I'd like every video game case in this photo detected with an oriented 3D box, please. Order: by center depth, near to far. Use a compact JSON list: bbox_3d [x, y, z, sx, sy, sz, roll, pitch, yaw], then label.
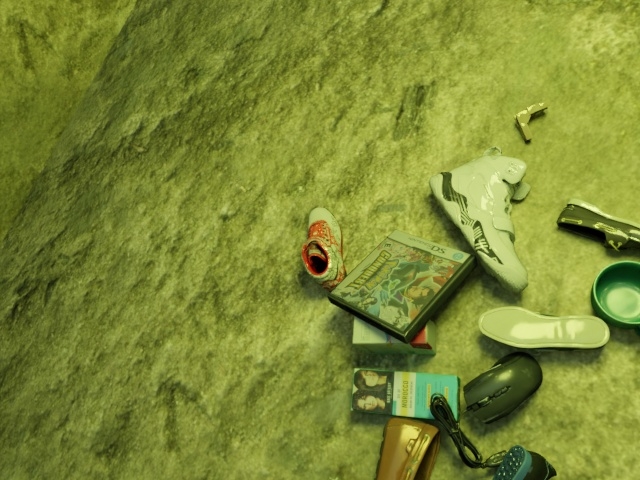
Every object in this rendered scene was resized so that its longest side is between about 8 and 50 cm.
[{"bbox_3d":[0.192,0.094,1.150,0.275,0.035,0.248,-41,40,-24],"label":"video game case"}]

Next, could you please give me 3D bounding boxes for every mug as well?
[{"bbox_3d":[0.631,0.131,0.995,0.129,0.097,0.158,9,74,26],"label":"mug"}]

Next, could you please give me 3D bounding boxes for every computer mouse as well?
[{"bbox_3d":[0.379,0.358,1.004,0.261,0.060,0.184,-25,74,-6],"label":"computer mouse"}]

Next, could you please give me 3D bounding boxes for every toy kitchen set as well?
[{"bbox_3d":[0.556,-0.309,1.250,0.083,0.068,0.075,-24,89,13],"label":"toy kitchen set"}]

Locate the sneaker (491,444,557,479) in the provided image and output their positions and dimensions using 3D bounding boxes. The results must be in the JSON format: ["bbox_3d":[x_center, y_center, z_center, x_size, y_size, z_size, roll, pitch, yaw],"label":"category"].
[{"bbox_3d":[0.375,0.522,0.958,0.090,0.081,0.232,30,103,-6],"label":"sneaker"}]

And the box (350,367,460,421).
[{"bbox_3d":[0.197,0.358,1.117,0.244,0.060,0.101,-3,68,23],"label":"box"}]

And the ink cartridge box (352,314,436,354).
[{"bbox_3d":[0.177,0.224,1.142,0.174,0.127,0.073,-5,66,22],"label":"ink cartridge box"}]

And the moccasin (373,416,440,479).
[{"bbox_3d":[0.179,0.575,1.001,0.146,0.139,0.380,2,60,34],"label":"moccasin"}]

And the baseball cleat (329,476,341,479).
[{"bbox_3d":[0.029,0.647,1.078,0.109,0.072,0.206,22,84,16],"label":"baseball cleat"}]

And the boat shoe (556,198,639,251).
[{"bbox_3d":[0.644,-0.015,1.064,0.227,0.081,0.069,35,88,38],"label":"boat shoe"}]

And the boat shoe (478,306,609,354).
[{"bbox_3d":[0.479,0.197,1.046,0.254,0.079,0.095,-4,63,20],"label":"boat shoe"}]

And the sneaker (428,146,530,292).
[{"bbox_3d":[0.429,-0.067,1.144,0.210,0.137,0.366,-34,56,11],"label":"sneaker"}]

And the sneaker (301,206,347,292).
[{"bbox_3d":[0.001,0.000,1.305,0.090,0.145,0.270,-20,62,16],"label":"sneaker"}]
